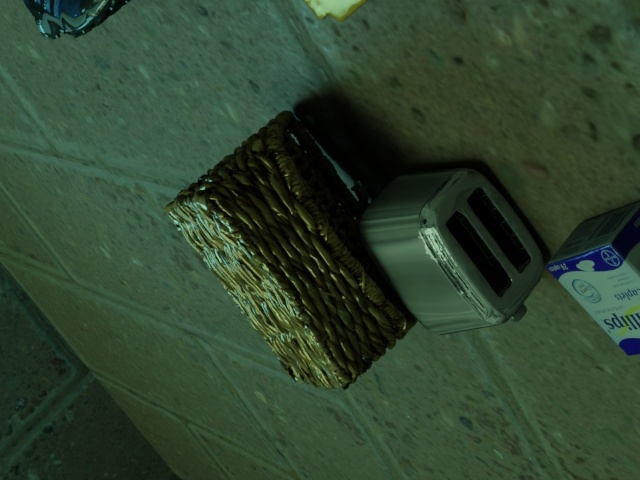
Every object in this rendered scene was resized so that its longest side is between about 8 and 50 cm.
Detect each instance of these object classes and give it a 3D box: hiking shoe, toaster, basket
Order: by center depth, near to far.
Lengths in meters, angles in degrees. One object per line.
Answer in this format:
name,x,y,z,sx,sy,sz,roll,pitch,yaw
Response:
toaster,0.147,0.004,1.404,0.227,0.129,0.146,53,152,-17
basket,0.000,0.000,1.480,0.299,0.223,0.213,54,161,-9
hiking shoe,-0.330,-0.342,1.607,0.304,0.113,0.132,2,131,56

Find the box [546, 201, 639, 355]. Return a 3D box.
box,0.320,0.040,1.242,0.137,0.072,0.126,46,158,-7

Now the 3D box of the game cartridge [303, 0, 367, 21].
game cartridge,-0.037,-0.366,1.150,0.324,0.053,0.285,48,158,-7
